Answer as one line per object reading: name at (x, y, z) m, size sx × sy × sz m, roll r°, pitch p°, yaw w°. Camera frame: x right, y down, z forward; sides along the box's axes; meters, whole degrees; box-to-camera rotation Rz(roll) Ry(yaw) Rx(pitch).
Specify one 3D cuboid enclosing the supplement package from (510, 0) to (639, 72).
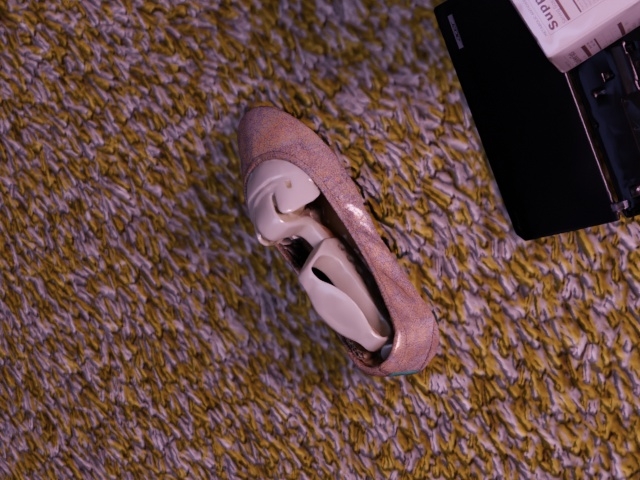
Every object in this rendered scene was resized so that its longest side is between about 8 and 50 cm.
supplement package at (0.243, -0.251, 1.015) m, size 0.244 × 0.134 × 0.139 m, roll -32°, pitch 83°, yaw 14°

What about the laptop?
laptop at (0.253, -0.143, 1.167) m, size 0.264 × 0.136 × 0.234 m, roll -20°, pitch 92°, yaw 12°

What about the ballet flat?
ballet flat at (0.000, 0.000, 1.328) m, size 0.316 × 0.106 × 0.107 m, roll 52°, pitch 126°, yaw 12°
